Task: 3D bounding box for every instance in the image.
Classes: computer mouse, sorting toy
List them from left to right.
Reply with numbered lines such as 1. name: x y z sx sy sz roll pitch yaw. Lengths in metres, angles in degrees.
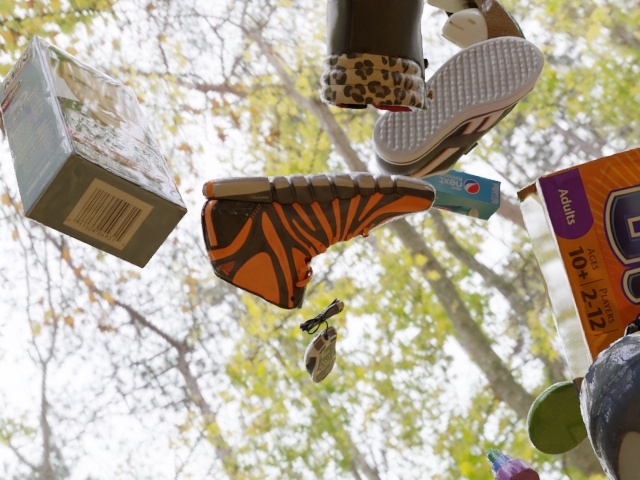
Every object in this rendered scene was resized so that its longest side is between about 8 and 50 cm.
1. computer mouse: -0.004 0.188 1.767 0.106 0.042 0.193 -40 -30 -37
2. sorting toy: 0.373 0.238 1.558 0.127 0.126 0.366 26 -81 -30

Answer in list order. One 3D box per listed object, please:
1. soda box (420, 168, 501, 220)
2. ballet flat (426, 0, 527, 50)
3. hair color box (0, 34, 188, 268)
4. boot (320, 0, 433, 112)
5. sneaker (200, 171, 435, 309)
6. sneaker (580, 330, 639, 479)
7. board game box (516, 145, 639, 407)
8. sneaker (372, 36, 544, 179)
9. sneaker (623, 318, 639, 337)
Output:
1. soda box: 0.276 -0.107 2.069 0.210 0.067 0.071 14 -28 -9
2. ballet flat: 0.262 -0.441 1.818 0.124 0.343 0.116 -13 -23 -29
3. hair color box: -0.334 -0.135 1.380 0.185 0.374 0.114 28 -72 -37
4. boot: 0.096 -0.305 1.223 0.377 0.138 0.284 -15 -72 -70
5. sneaker: 0.000 0.000 1.309 0.320 0.124 0.180 -3 -88 -9
6. sneaker: 0.246 0.183 0.467 0.112 0.319 0.131 -40 1 16
7. board game box: 0.487 0.045 1.258 0.356 0.357 0.356 -17 -2 7
8. sneaker: 0.214 -0.205 1.550 0.321 0.126 0.127 -32 -25 -13
9. sneaker: 0.401 0.141 0.880 0.108 0.302 0.121 -10 -79 -44
